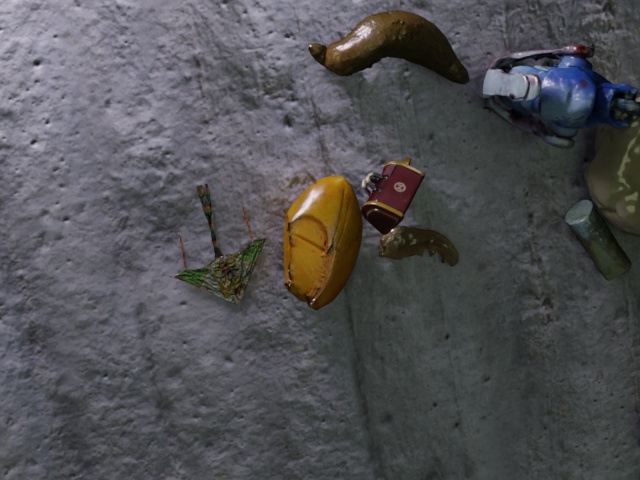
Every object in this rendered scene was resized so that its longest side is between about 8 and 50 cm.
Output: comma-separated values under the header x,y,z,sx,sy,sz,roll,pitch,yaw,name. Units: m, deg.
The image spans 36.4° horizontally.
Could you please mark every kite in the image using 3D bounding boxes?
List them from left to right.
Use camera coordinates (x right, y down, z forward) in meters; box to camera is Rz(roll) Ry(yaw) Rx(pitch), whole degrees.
x,y,z,sx,sy,sz,roll,pitch,yaw,name
-0.198,0.013,1.829,0.198,0.006,0.244,-19,105,-8,kite

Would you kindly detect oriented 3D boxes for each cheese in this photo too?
x,y,z,sx,sy,sz,roll,pitch,yaw,name
0.679,-0.160,1.925,0.317,0.115,0.327,5,96,-19,cheese

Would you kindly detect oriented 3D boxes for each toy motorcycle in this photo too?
x,y,z,sx,sy,sz,roll,pitch,yaw,name
0.417,-0.246,1.753,0.241,0.319,0.182,-21,108,-16,toy motorcycle

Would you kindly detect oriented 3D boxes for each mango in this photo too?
x,y,z,sx,sy,sz,roll,pitch,yaw,name
0.000,0.000,1.810,0.153,0.126,0.252,16,89,-13,mango

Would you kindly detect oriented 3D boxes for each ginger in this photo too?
x,y,z,sx,sy,sz,roll,pitch,yaw,name
0.196,0.010,1.895,0.173,0.051,0.070,9,103,-12,ginger

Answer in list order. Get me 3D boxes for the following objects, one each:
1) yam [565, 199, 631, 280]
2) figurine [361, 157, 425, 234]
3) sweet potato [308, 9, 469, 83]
x,y,z,sx,sy,sz,roll,pitch,yaw,name
0.562,0.003,1.968,0.068,0.068,0.169,-38,106,-3,yam
0.128,-0.099,1.830,0.098,0.082,0.154,30,58,-5,figurine
0.133,-0.358,1.782,0.309,0.098,0.124,0,122,-14,sweet potato
